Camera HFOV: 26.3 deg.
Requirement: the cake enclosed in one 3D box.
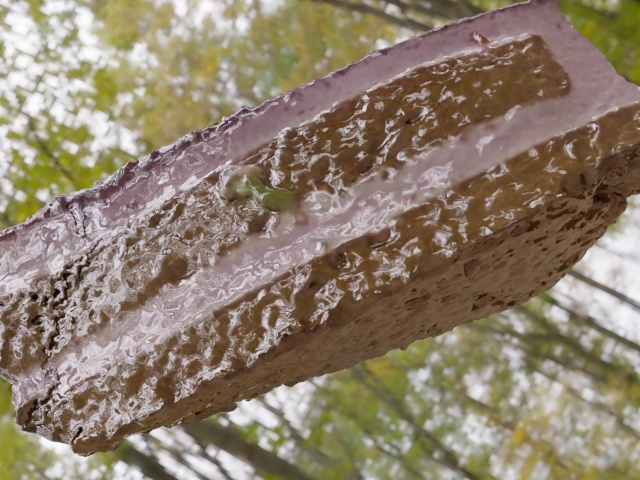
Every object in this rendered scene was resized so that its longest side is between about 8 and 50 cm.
[{"bbox_3d":[0.000,0.000,0.602,0.295,0.116,0.112,-22,-28,-8],"label":"cake"}]
